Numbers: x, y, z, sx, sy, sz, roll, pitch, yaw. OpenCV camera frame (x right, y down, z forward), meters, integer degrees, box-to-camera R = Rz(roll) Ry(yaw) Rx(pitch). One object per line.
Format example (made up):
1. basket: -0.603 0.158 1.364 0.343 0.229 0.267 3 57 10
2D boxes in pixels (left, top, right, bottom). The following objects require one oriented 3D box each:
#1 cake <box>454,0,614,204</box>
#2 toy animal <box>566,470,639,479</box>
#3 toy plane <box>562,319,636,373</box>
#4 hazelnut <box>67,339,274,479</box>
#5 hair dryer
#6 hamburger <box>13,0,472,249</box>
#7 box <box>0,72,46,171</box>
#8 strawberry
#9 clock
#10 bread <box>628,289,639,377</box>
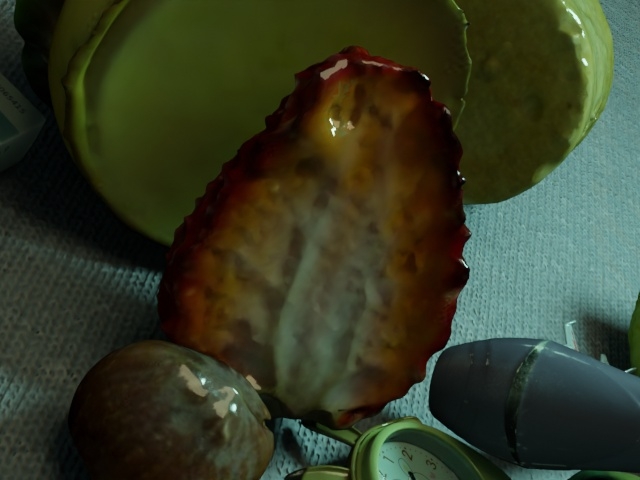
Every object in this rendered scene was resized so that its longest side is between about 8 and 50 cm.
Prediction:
1. cake: 0.205 -0.228 1.509 0.332 0.332 0.321 44 28 1
2. toy animal: 0.345 0.350 1.130 0.338 0.191 0.216 32 -4 0
3. toy plane: 0.308 0.167 1.403 0.171 0.065 0.162 -4 56 -47
4. hazelnut: -0.113 0.144 0.932 0.154 0.143 0.143 49 32 -18
5. hair dryer: 0.301 0.174 1.216 0.301 0.121 0.361 10 -3 28
6. hamburger: -0.064 -0.199 1.138 0.396 0.395 0.277 16 36 -34
7. box: -0.419 -0.171 1.028 0.343 0.065 0.200 45 35 2
8. strawberry: -0.005 -0.007 1.045 0.265 0.336 0.149 10 20 -21
9. clock: 0.079 0.236 1.093 0.232 0.069 0.170 35 35 -11
10. bread: 0.560 0.132 1.465 0.308 0.348 0.348 19 41 -23
